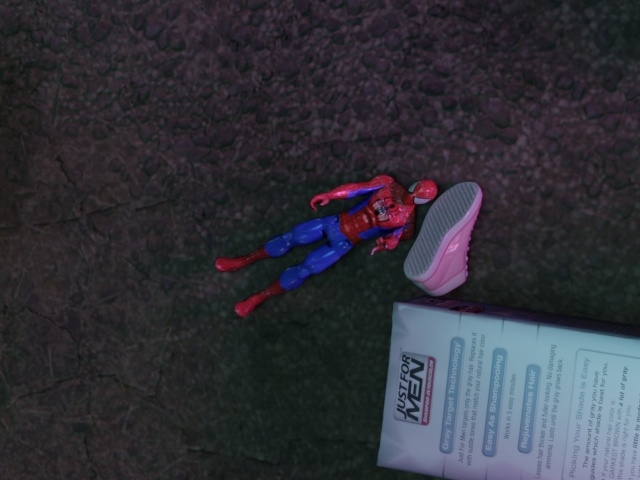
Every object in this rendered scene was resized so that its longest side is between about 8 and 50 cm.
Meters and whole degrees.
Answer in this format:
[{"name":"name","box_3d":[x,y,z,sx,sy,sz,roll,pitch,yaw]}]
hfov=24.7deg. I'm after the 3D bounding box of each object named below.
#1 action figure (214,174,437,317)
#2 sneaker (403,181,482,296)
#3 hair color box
[{"name":"action figure","box_3d":[0.000,0.000,1.651,0.280,0.139,0.091,-27,84,19]},{"name":"sneaker","box_3d":[0.146,0.003,1.639,0.051,0.070,0.134,18,70,41]},{"name":"hair color box","box_3d":[0.260,0.176,1.565,0.374,0.113,0.185,8,96,21]}]
